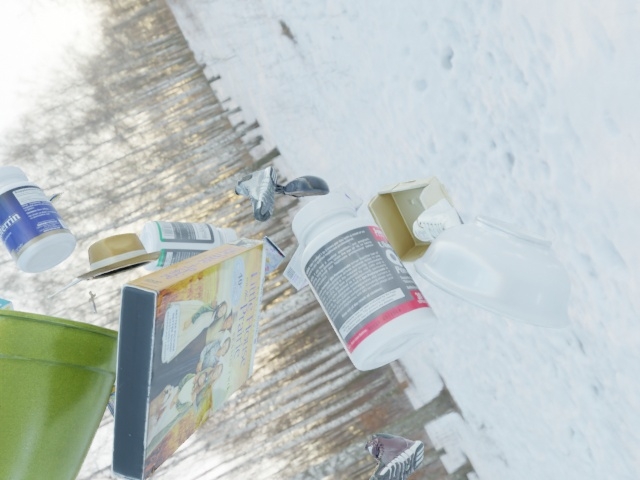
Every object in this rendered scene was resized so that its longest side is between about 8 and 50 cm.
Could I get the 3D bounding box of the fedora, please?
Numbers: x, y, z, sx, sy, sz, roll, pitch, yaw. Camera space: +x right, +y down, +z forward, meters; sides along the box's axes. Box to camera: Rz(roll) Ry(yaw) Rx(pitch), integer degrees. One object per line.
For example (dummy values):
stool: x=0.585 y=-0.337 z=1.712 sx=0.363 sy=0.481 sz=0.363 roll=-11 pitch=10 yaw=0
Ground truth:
fedora: x=-0.460 y=0.032 z=1.285 sx=0.194 sy=0.194 sz=0.079 roll=126 pitch=126 yaw=-86

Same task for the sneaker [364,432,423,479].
sneaker: x=0.182 y=0.666 z=1.708 sx=0.162 sy=0.281 sz=0.106 roll=12 pitch=102 yaw=35

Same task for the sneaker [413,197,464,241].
sneaker: x=0.305 y=-0.021 z=1.434 sx=0.106 sy=0.123 sz=0.290 roll=58 pitch=-171 yaw=-10

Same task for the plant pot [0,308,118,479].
plant pot: x=-0.556 y=0.327 z=1.003 sx=0.366 sy=0.366 sz=0.353 roll=73 pitch=-159 yaw=-70

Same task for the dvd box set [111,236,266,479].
dvd box set: x=-0.211 y=0.177 z=1.006 sx=0.420 sy=0.062 sz=0.308 roll=-29 pitch=-52 yaw=-72

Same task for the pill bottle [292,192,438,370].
pill bottle: x=0.070 y=0.069 z=1.087 sx=0.318 sy=0.176 sz=0.176 roll=59 pitch=175 yaw=26

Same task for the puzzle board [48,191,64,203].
puzzle board: x=-0.867 y=-0.103 z=1.790 sx=0.011 sy=0.128 sz=0.096 roll=46 pitch=-179 yaw=-10

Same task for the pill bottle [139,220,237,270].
pill bottle: x=-0.536 y=0.027 z=2.327 sx=0.204 sy=0.361 sz=0.204 roll=-7 pitch=82 yaw=56

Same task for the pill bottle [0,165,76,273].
pill bottle: x=-0.772 y=-0.058 z=1.481 sx=0.265 sy=0.153 sz=0.153 roll=51 pitch=174 yaw=12

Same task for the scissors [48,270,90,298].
scissors: x=-0.666 y=0.090 z=1.695 sx=0.109 sy=0.297 sz=0.021 roll=24 pitch=144 yaw=35

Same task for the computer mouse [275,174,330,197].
computer mouse: x=-0.074 y=-0.213 z=2.194 sx=0.272 sy=0.188 sz=0.072 roll=2 pitch=86 yaw=47

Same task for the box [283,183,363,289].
box: x=0.000 y=0.000 z=1.381 sx=0.067 sy=0.063 sz=0.324 roll=44 pitch=135 yaw=14

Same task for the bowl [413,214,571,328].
bowl: x=0.334 y=0.038 z=1.050 sx=0.298 sy=0.298 sz=0.134 roll=-125 pitch=52 yaw=-72

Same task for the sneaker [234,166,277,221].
sneaker: x=-0.220 y=-0.142 z=1.846 sx=0.086 sy=0.132 sz=0.229 roll=69 pitch=-158 yaw=-43

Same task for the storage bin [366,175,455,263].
storage bin: x=0.320 y=-0.063 z=1.894 sx=0.262 sy=0.123 sz=0.260 roll=-5 pitch=118 yaw=56

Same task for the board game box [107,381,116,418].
board game box: x=-0.438 y=0.387 z=1.407 sx=0.141 sy=0.048 sz=0.170 roll=62 pitch=-146 yaw=-5

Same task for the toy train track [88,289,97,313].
toy train track: x=-0.755 y=0.204 z=1.876 sx=0.048 sy=0.014 sz=0.083 roll=-73 pitch=-22 yaw=-68

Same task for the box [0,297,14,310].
box: x=-0.850 y=0.276 z=1.495 sx=0.100 sy=0.060 sz=0.244 roll=-53 pitch=-27 yaw=-57

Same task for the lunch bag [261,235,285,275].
lunch bag: x=-0.122 y=0.030 z=1.340 sx=0.071 sy=0.053 sz=0.083 roll=48 pitch=-149 yaw=-6
